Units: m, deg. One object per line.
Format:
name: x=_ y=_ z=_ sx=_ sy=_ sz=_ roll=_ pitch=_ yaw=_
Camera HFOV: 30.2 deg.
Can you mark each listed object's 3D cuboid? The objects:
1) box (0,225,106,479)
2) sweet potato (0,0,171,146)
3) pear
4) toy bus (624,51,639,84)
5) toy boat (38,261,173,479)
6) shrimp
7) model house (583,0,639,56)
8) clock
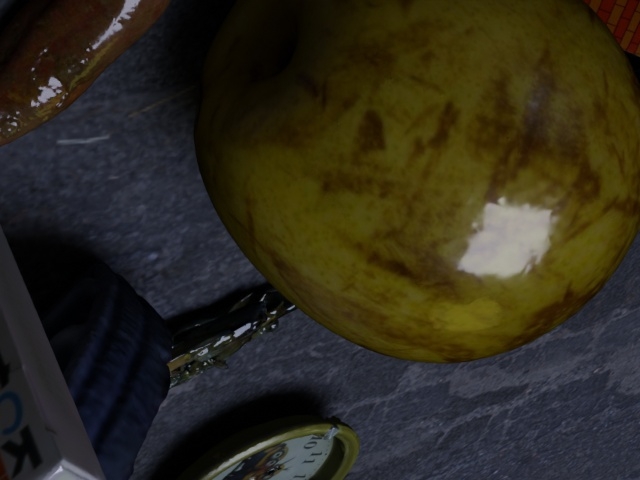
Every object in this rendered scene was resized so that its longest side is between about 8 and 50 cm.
box: x=-0.267 y=0.117 z=0.650 sx=0.273 sy=0.265 sz=0.048 roll=-39 pitch=138 yaw=3
sweet potato: x=-0.122 y=-0.143 z=0.651 sx=0.078 sy=0.058 sz=0.255 roll=25 pitch=111 yaw=-33
pear: x=0.058 y=-0.059 z=0.734 sx=0.281 sy=0.280 sz=0.280 roll=-25 pitch=147 yaw=-18
toy bus: x=0.235 y=-0.071 z=1.018 sx=0.271 sy=0.133 sz=0.164 roll=-19 pitch=149 yaw=-30
toy boat: x=-0.165 y=0.105 z=0.750 sx=0.127 sy=0.283 sz=0.078 roll=-40 pitch=108 yaw=11
shrimp: x=-0.089 y=0.081 z=0.936 sx=0.217 sy=0.051 sz=0.150 roll=-28 pitch=177 yaw=-28
model house: x=0.229 y=-0.215 z=0.757 sx=0.154 sy=0.207 sz=0.294 roll=-15 pitch=142 yaw=-26
clock: x=-0.072 y=0.242 z=1.203 sx=0.237 sy=0.057 sz=0.237 roll=-24 pitch=148 yaw=-16
